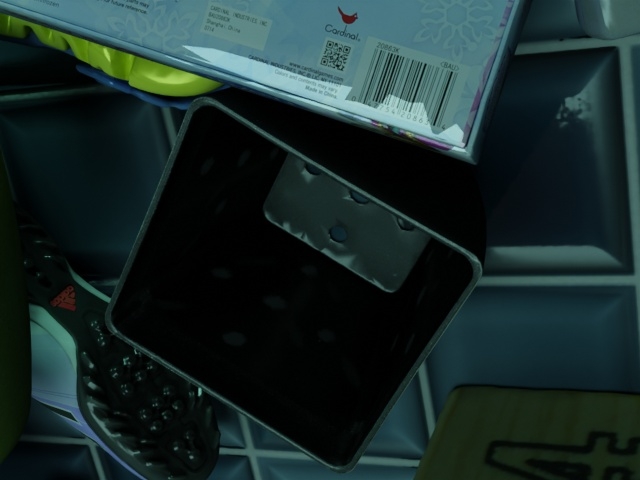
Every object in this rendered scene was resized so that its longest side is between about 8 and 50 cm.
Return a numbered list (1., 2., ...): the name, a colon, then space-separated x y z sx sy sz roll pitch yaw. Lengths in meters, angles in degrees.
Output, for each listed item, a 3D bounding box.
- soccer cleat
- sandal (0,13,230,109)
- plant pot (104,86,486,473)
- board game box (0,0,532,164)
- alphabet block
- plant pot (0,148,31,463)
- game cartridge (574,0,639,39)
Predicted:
1. soccer cleat: -0.216 0.092 0.857 0.318 0.108 0.116 44 134 -1
2. sandal: -0.170 -0.168 0.688 0.317 0.138 0.126 29 91 14
3. plant pot: 0.000 0.000 0.678 0.188 0.167 0.187 31 122 4
4. board game box: -0.017 -0.239 0.546 0.319 0.066 0.317 20 93 12
5. alphabet block: 0.168 0.233 0.710 0.194 0.197 0.192 1 115 21
6. plant pot: -0.302 0.038 0.666 0.275 0.274 0.293 8 140 18
7. game cartridge: 0.270 -0.236 0.445 0.355 0.068 0.230 -14 115 2
